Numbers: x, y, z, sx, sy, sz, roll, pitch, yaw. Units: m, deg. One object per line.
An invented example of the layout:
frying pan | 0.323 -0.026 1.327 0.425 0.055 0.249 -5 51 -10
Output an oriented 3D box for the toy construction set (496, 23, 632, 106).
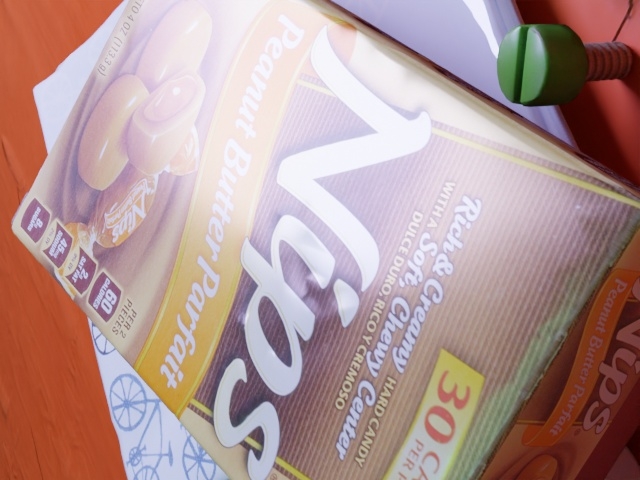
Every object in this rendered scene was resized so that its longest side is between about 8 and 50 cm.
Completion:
toy construction set | 0.073 -0.207 0.426 0.309 0.237 0.258 -27 72 59

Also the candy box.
candy box | 0.000 0.000 0.574 0.316 0.087 0.183 40 105 43

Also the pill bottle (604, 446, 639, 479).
pill bottle | 0.060 0.154 0.645 0.208 0.119 0.119 -38 63 54

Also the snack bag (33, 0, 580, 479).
snack bag | -0.025 -0.048 0.701 0.342 0.037 0.323 -35 60 34
